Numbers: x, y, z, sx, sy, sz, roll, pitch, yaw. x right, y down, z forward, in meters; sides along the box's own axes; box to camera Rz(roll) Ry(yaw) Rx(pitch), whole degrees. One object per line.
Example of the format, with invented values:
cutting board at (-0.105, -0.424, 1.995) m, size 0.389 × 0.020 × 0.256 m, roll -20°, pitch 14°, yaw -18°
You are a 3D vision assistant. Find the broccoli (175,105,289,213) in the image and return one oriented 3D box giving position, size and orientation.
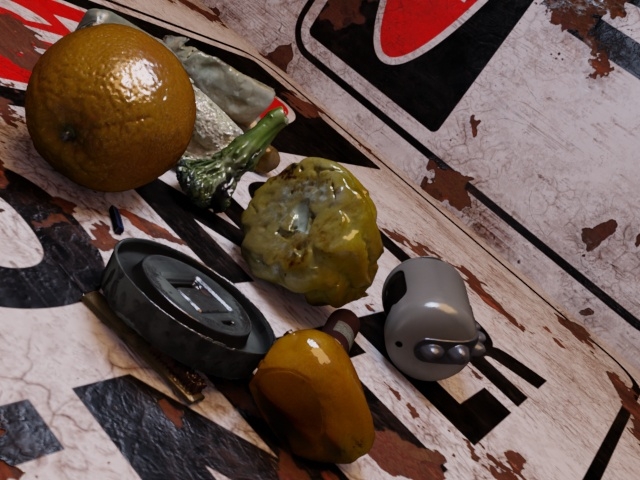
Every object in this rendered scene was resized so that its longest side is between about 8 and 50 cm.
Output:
broccoli at (-0.195, -0.201, 1.667) m, size 0.145 × 0.304 × 0.165 m, roll 51°, pitch -4°, yaw -20°

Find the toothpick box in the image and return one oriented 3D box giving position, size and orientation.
toothpick box at (0.257, 0.188, 1.633) m, size 0.229 × 0.229 × 0.316 m, roll 33°, pitch 20°, yaw -9°

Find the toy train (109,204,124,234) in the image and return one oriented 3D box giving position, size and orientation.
toy train at (-0.390, -0.041, 1.369) m, size 0.017 × 0.017 × 0.083 m, roll 24°, pitch 22°, yaw -37°

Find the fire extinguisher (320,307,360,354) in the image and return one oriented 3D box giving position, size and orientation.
fire extinguisher at (0.033, 0.216, 1.421) m, size 0.099 × 0.071 × 0.231 m, roll 62°, pitch 17°, yaw -9°

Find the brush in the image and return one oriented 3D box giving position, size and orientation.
brush at (-0.266, 0.153, 1.091) m, size 0.248 × 0.036 × 0.043 m, roll 40°, pitch 9°, yaw 15°

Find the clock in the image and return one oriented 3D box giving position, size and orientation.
clock at (-0.215, 0.108, 1.182) m, size 0.312 × 0.061 × 0.312 m, roll 35°, pitch 10°, yaw -7°

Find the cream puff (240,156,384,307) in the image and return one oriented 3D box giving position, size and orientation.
cream puff at (-0.001, -0.001, 1.574) m, size 0.324 × 0.291 × 0.257 m, roll 17°, pitch -18°, yaw 39°

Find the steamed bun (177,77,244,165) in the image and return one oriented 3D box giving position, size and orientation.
steamed bun at (-0.312, -0.264, 1.771) m, size 0.225 × 0.200 × 0.170 m, roll 33°, pitch 32°, yaw -8°

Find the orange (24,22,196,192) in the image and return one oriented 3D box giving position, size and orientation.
orange at (-0.413, -0.257, 1.410) m, size 0.322 × 0.322 × 0.357 m, roll 35°, pitch 29°, yaw -2°

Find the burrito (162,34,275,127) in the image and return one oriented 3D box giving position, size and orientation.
burrito at (-0.311, -0.442, 1.997) m, size 0.331 × 0.135 × 0.190 m, roll 25°, pitch -1°, yaw -27°

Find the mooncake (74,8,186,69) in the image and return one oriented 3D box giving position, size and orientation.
mooncake at (-0.472, -0.379, 1.649) m, size 0.250 × 0.255 × 0.136 m, roll 28°, pitch 1°, yaw 5°

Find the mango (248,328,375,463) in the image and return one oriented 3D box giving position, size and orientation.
mango at (0.005, 0.247, 1.147) m, size 0.236 × 0.136 × 0.166 m, roll 62°, pitch 22°, yaw -7°

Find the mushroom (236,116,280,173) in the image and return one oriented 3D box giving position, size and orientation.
mushroom at (-0.237, -0.338, 2.196) m, size 0.128 × 0.128 × 0.350 m, roll 12°, pitch 34°, yaw -50°
